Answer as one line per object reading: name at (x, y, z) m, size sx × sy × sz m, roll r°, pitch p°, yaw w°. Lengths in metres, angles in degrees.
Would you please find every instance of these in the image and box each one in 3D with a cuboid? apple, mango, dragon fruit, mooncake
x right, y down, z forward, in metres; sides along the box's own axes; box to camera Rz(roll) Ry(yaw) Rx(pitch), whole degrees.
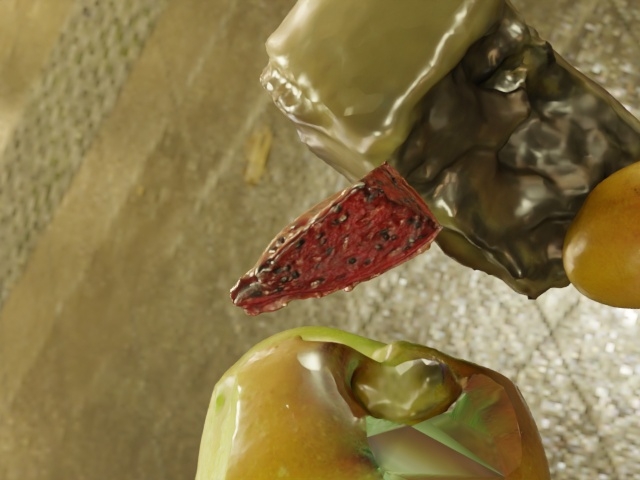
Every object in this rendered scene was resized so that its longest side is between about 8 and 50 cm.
apple at (0.040, 0.233, 1.420) m, size 0.374 × 0.374 × 0.384 m, roll -50°, pitch 58°, yaw 37°
mango at (0.307, -0.006, 1.291) m, size 0.221 × 0.151 × 0.120 m, roll -9°, pitch 43°, yaw 35°
dragon fruit at (-0.001, -0.003, 0.960) m, size 0.131 × 0.097 × 0.063 m, roll -39°, pitch 51°, yaw 13°
mooncake at (0.141, -0.123, 1.427) m, size 0.246 × 0.394 × 0.393 m, roll -52°, pitch 6°, yaw 3°
